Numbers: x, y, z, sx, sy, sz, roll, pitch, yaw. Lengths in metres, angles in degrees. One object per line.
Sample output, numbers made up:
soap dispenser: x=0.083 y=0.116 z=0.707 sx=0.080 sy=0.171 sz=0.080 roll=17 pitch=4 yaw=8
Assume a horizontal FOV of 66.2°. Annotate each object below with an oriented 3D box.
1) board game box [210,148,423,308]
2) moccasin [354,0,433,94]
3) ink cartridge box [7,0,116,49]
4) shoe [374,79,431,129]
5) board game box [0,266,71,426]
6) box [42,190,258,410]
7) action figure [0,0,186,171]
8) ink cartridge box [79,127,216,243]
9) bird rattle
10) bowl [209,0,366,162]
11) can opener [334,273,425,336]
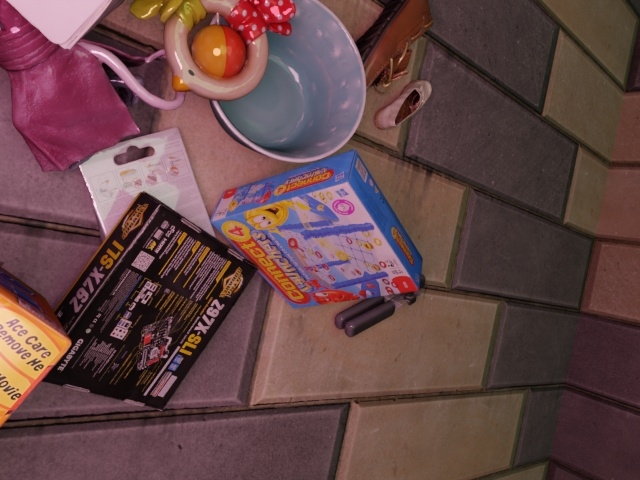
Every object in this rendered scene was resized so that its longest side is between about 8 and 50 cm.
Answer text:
board game box: x=0.000 y=0.000 z=0.963 sx=0.308 sy=0.302 sz=0.086 roll=51 pitch=39 yaw=-36
moccasin: x=0.153 y=-0.431 z=1.151 sx=0.147 sy=0.139 sz=0.380 roll=47 pitch=59 yaw=-25
ink cartridge box: x=-0.295 y=-0.339 z=0.561 sx=0.093 sy=0.219 sz=0.160 roll=-34 pitch=124 yaw=21
shoe: x=0.229 y=-0.350 z=1.265 sx=0.219 sy=0.058 sz=0.076 roll=-43 pitch=122 yaw=-26
board game box: x=-0.539 y=0.112 z=0.480 sx=0.356 sy=0.357 sz=0.356 roll=46 pitch=68 yaw=-25
box: x=-0.290 y=0.115 z=0.844 sx=0.321 sy=0.079 sz=0.257 roll=-57 pitch=140 yaw=-6
action figure: x=-0.371 y=-0.252 z=0.624 sx=0.370 sy=0.276 sz=0.247 roll=67 pitch=12 yaw=-58
ink cartridge box: x=-0.307 y=-0.063 z=0.880 sx=0.189 sy=0.066 sz=0.232 roll=-26 pitch=105 yaw=-34
bird rattle: x=-0.154 y=-0.321 z=0.757 sx=0.254 sy=0.143 sz=0.206 roll=-9 pitch=104 yaw=-40
bowl: x=-0.088 y=-0.288 z=0.923 sx=0.312 sy=0.163 sz=0.311 roll=1 pitch=88 yaw=-29
can opener: x=0.157 y=0.158 z=1.279 sx=0.281 sy=0.074 sz=0.093 roll=-25 pitch=129 yaw=-32
